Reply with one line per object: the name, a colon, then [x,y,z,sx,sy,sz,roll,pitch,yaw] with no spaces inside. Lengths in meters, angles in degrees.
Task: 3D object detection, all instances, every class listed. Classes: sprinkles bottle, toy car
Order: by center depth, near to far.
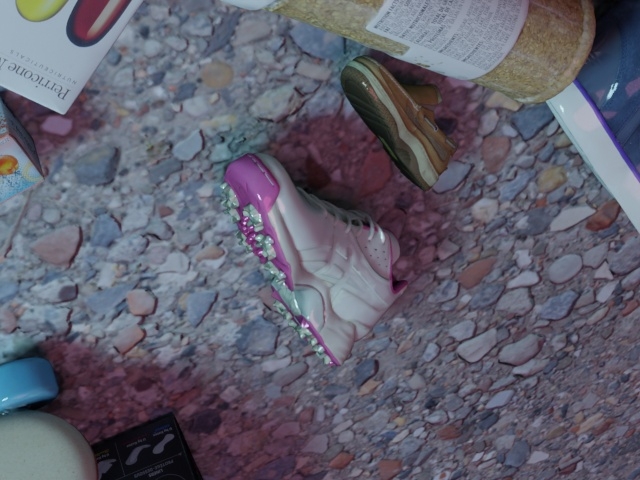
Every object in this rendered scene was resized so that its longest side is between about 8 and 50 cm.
sprinkles bottle: [0.067,-0.209,0.847,0.355,0.121,0.121,12,123,-35]
toy car: [-0.329,0.267,1.059,0.210,0.219,0.238,-16,164,-15]

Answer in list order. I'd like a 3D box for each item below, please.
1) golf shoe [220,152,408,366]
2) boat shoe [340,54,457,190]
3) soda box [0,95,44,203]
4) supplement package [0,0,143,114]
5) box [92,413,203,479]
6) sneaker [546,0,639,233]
golf shoe: [0.000,0.000,1.028,0.140,0.115,0.306,-36,144,-9]
boat shoe: [0.081,-0.124,0.983,0.072,0.068,0.190,-45,146,-2]
soda box: [-0.321,-0.042,0.838,0.183,0.063,0.058,-28,137,-2]
supplement package: [-0.172,-0.232,0.679,0.139,0.134,0.244,24,111,-41]
box: [-0.195,0.350,1.206,0.163,0.142,0.247,-22,136,-9]
sneaker: [0.386,-0.136,1.074,0.236,0.130,0.323,-36,131,13]
